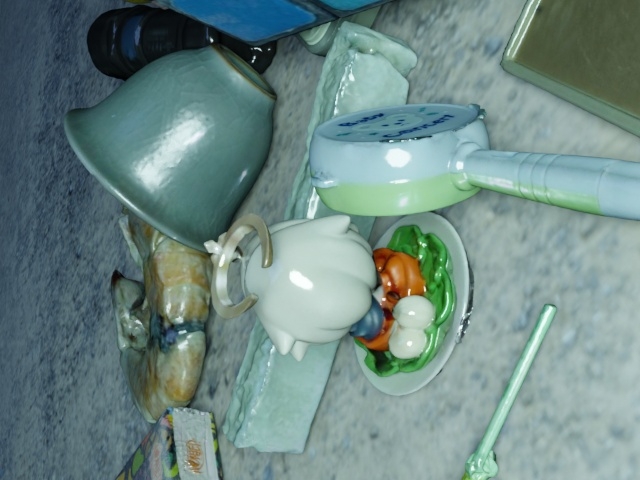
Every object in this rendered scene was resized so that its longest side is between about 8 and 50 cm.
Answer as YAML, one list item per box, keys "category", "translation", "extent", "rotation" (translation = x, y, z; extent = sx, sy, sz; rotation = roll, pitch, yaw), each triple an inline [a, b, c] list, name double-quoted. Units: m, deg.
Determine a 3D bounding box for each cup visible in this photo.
- category: "cup"
  translation: [-0.118, -0.107, 0.895]
  extent: [0.150, 0.199, 0.199]
  rotation: [-47, 36, 12]

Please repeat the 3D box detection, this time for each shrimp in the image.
- category: "shrimp"
  translation: [-0.187, 0.041, 1.030]
  extent: [0.246, 0.085, 0.360]
  rotation: [-61, 35, 38]

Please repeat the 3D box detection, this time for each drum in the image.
- category: "drum"
  translation: [0.079, -0.038, 0.547]
  extent: [0.253, 0.130, 0.049]
  rotation: [30, 131, 61]

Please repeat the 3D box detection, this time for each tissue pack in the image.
- category: "tissue pack"
  translation: [-0.146, 0.240, 0.871]
  extent: [0.148, 0.060, 0.108]
  rotation: [-54, 36, 31]

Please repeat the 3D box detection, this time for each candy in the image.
- category: "candy"
  translation: [0.088, 0.126, 0.536]
  extent: [0.200, 0.061, 0.060]
  rotation: [-65, 30, 5]

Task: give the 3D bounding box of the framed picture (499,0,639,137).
- category: "framed picture"
  translation: [0.204, -0.191, 0.505]
  extent: [0.265, 0.018, 0.192]
  rotation: [-66, 30, 16]

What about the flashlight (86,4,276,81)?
- category: "flashlight"
  translation: [-0.173, -0.236, 1.108]
  extent: [0.424, 0.103, 0.103]
  rotation: [17, 92, 59]

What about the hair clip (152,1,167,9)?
- category: "hair clip"
  translation: [-0.086, -0.349, 0.884]
  extent: [0.069, 0.173, 0.300]
  rotation: [16, 67, 35]

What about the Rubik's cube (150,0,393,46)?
- category: "Rubik's cube"
  translation: [-0.042, -0.363, 0.594]
  extent: [0.363, 0.359, 0.361]
  rotation: [-11, 70, 48]

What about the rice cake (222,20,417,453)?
- category: "rice cake"
  translation: [0.000, 0.000, 0.722]
  extent: [0.063, 0.066, 0.336]
  rotation: [22, 95, 61]

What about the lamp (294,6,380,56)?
- category: "lamp"
  translation: [0.026, -0.320, 0.844]
  extent: [0.266, 0.047, 0.269]
  rotation: [-61, 31, 19]

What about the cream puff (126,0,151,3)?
- category: "cream puff"
  translation: [-0.237, -0.473, 1.159]
  extent: [0.291, 0.257, 0.324]
  rotation: [41, 109, 56]

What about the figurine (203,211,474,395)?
- category: "figurine"
  translation: [0.005, 0.028, 0.609]
  extent: [0.132, 0.154, 0.132]
  rotation: [-32, 51, 51]
